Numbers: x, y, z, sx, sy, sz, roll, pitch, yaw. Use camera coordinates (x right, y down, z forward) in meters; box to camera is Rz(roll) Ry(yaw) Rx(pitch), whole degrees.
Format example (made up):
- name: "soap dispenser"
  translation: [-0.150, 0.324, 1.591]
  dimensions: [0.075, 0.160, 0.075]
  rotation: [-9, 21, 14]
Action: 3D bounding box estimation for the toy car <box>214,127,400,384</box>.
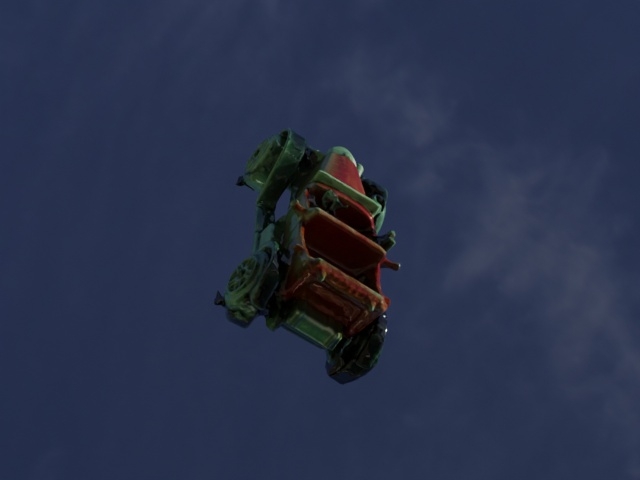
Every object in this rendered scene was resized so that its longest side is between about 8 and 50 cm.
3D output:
- name: "toy car"
  translation: [0.000, 0.000, 0.703]
  dimensions: [0.073, 0.143, 0.054]
  rotation: [32, -61, -16]
